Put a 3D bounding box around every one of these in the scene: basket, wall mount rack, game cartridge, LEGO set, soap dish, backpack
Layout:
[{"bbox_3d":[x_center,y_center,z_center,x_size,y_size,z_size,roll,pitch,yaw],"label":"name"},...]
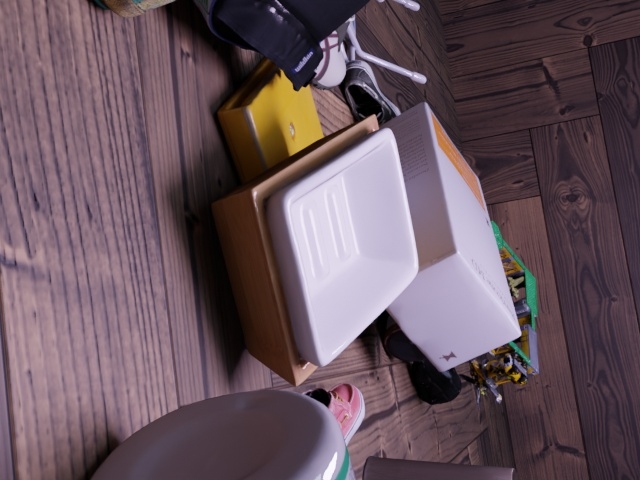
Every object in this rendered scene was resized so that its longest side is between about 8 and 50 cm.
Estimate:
[{"bbox_3d":[0.195,0.426,1.375,0.154,0.227,0.204,41,41,-64],"label":"basket"},{"bbox_3d":[0.111,-0.477,1.794,0.304,0.131,0.350,53,32,-57],"label":"wall mount rack"},{"bbox_3d":[-0.038,-0.075,1.226,0.285,0.053,0.323,-67,146,-61],"label":"game cartridge"},{"bbox_3d":[0.295,0.144,1.738,0.255,0.192,0.331,37,42,-41],"label":"LEGO set"},{"bbox_3d":[0.000,0.000,1.052,0.291,0.118,0.228,-38,122,-52],"label":"soap dish"},{"bbox_3d":[-0.040,-0.337,1.024,0.213,0.276,0.263,50,23,10],"label":"backpack"}]

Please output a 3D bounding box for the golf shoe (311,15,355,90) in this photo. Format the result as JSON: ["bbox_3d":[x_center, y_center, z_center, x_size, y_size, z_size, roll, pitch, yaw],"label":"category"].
[{"bbox_3d":[0.007,-0.334,1.398,0.273,0.120,0.105,54,29,-58],"label":"golf shoe"}]

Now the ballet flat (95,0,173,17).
[{"bbox_3d":[-0.163,-0.377,0.872,0.123,0.123,0.348,46,37,-61],"label":"ballet flat"}]

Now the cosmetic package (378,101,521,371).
[{"bbox_3d":[0.198,-0.021,1.579,0.230,0.161,0.453,49,24,-33],"label":"cosmetic package"}]

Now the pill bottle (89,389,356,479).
[{"bbox_3d":[-0.039,0.322,0.712,0.204,0.204,0.361,-58,135,-66],"label":"pill bottle"}]

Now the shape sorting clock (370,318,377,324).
[{"bbox_3d":[0.080,0.043,1.543,0.206,0.040,0.206,-10,90,-73],"label":"shape sorting clock"}]

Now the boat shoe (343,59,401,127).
[{"bbox_3d":[0.098,-0.251,1.727,0.219,0.078,0.070,49,33,-45],"label":"boat shoe"}]

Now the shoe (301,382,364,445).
[{"bbox_3d":[0.013,0.222,1.179,0.178,0.064,0.081,-57,139,-60],"label":"shoe"}]

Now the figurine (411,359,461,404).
[{"bbox_3d":[0.218,0.196,1.840,0.214,0.092,0.209,-86,154,-42],"label":"figurine"}]

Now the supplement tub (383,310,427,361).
[{"bbox_3d":[0.176,0.127,1.698,0.198,0.106,0.106,-83,156,-46],"label":"supplement tub"}]
